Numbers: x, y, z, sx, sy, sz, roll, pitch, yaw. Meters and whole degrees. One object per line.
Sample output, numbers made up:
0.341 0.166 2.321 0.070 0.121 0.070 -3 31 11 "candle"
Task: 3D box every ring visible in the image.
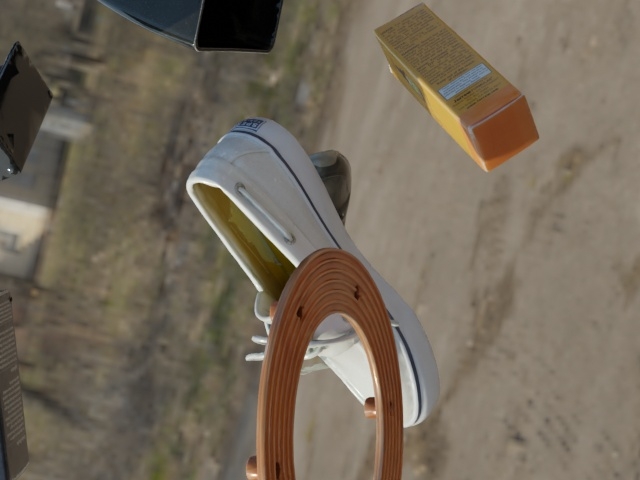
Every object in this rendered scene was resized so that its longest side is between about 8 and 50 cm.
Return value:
0.006 0.174 1.455 0.336 0.032 0.337 -2 -90 -67 "ring"

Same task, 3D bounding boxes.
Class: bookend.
-0.367 -0.110 1.653 0.072 0.156 0.157 60 -159 -28 "bookend"

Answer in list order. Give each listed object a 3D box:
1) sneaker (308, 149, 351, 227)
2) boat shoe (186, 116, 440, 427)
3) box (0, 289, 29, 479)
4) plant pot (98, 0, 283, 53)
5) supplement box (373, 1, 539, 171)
0.000 0.000 1.912 0.267 0.101 0.106 100 149 -53 "sneaker"
-0.019 0.066 1.641 0.135 0.367 0.156 -9 28 48 "boat shoe"
-0.414 0.166 1.802 0.108 0.153 0.207 -64 -30 -85 "box"
-0.143 -0.307 1.716 0.187 0.167 0.188 -14 -61 -66 "plant pot"
0.151 -0.178 1.855 0.233 0.080 0.078 49 171 45 "supplement box"
